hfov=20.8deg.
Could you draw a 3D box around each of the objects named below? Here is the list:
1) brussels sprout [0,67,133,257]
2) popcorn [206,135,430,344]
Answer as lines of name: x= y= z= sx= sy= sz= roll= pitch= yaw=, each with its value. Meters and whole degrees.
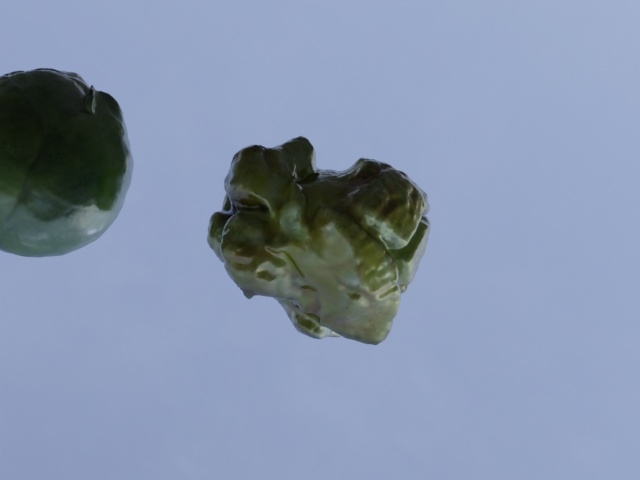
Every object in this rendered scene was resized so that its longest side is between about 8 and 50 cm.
brussels sprout: x=-0.333 y=-0.096 z=2.070 sx=0.244 sy=0.244 sz=0.244 roll=14 pitch=-145 yaw=-10
popcorn: x=-0.003 y=-0.005 z=2.106 sx=0.276 sy=0.276 sz=0.225 roll=19 pitch=-126 yaw=-3
